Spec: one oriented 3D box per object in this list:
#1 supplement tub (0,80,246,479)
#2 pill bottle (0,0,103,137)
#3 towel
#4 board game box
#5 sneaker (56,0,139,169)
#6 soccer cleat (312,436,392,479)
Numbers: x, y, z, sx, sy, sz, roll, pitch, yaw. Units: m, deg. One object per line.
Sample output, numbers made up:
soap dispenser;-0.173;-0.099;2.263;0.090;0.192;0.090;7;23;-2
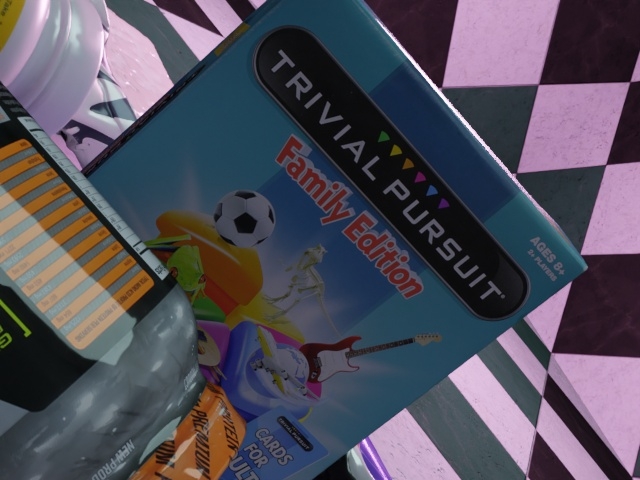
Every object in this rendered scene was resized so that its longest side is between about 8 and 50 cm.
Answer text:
supplement tub;-0.193;0.022;0.460;0.316;0.194;0.193;50;13;-5
pill bottle;-0.311;-0.189;0.666;0.334;0.188;0.188;32;22;-54
towel;-0.282;-0.219;1.153;0.332;0.053;0.317;34;22;-50
board game box;-0.041;0.023;0.648;0.254;0.336;0.079;46;14;-18
sneaker;-0.258;-0.123;0.913;0.094;0.153;0.234;13;-61;48
soccer cleat;0.042;0.248;0.827;0.116;0.109;0.318;40;13;-52
